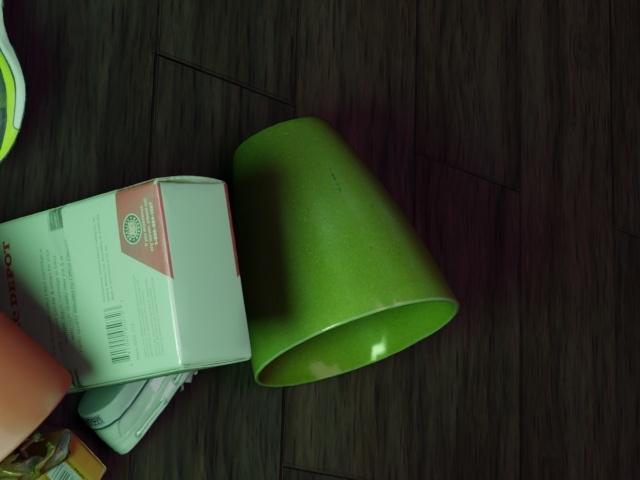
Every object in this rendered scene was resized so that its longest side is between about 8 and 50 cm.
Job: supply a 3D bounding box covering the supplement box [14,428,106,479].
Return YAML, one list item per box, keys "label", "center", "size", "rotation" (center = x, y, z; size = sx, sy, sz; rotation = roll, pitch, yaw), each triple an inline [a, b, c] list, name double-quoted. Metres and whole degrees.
- label: "supplement box"
  center: [-0.332, 0.320, 1.905]
  size: [0.080, 0.078, 0.233]
  rotation: [53, 48, -26]

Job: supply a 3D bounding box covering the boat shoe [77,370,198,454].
- label: "boat shoe"
  center: [-0.192, 0.147, 2.096]
  size: [0.258, 0.095, 0.084]
  rotation: [-50, 120, -29]

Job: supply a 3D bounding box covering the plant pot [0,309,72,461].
- label: "plant pot"
  center: [-0.428, 0.132, 1.739]
  size: [0.243, 0.275, 0.275]
  rotation: [51, 48, -10]

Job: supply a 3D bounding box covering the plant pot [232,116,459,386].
- label: "plant pot"
  center: [0.000, 0.000, 2.225]
  size: [0.275, 0.275, 0.293]
  rotation: [-2, 66, -46]

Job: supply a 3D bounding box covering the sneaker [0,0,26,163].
- label: "sneaker"
  center: [-0.417, -0.217, 1.950]
  size: [0.121, 0.111, 0.300]
  rotation: [-7, 79, -37]

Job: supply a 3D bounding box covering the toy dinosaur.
- label: "toy dinosaur"
  center: [-0.345, 0.254, 1.833]
  size: [0.211, 0.112, 0.064]
  rotation: [-18, 60, -31]

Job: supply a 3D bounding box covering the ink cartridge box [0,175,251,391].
- label: "ink cartridge box"
  center: [-0.229, 0.056, 1.932]
  size: [0.117, 0.283, 0.207]
  rotation: [-2, 82, -50]
